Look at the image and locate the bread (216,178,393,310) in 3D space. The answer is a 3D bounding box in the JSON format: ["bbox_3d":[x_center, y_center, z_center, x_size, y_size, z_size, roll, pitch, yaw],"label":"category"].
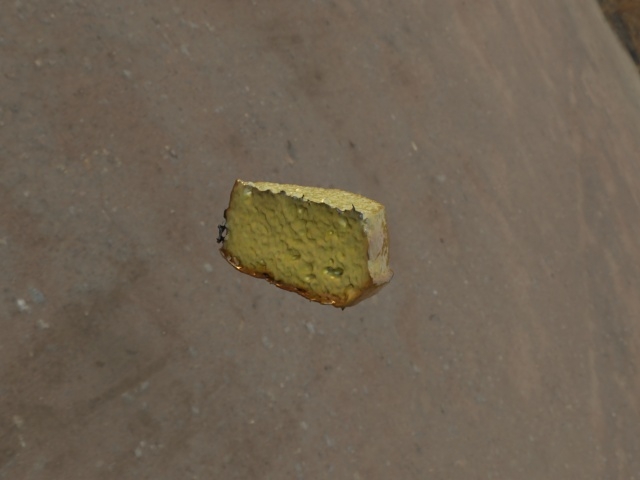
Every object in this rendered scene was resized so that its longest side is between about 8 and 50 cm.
[{"bbox_3d":[0.002,-0.002,0.999,0.134,0.260,0.129,-7,108,-51],"label":"bread"}]
